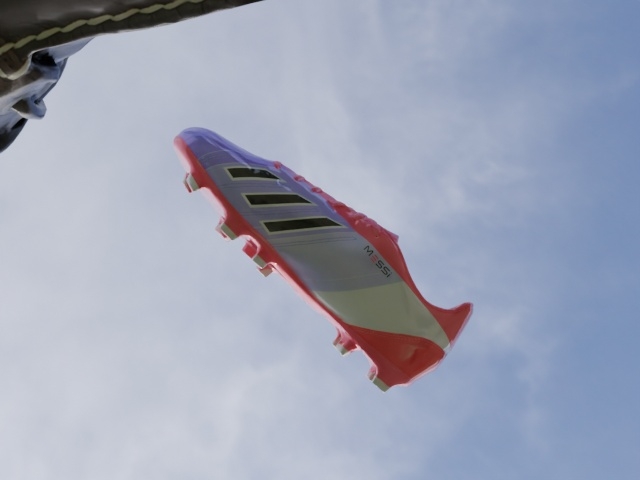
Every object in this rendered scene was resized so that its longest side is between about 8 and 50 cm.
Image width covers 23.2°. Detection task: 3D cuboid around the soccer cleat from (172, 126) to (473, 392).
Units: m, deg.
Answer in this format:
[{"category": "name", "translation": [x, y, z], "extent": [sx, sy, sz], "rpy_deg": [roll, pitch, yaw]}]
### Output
[{"category": "soccer cleat", "translation": [0.000, 0.000, 1.109], "extent": [0.095, 0.083, 0.248], "rpy_deg": [-44, -85, -5]}]

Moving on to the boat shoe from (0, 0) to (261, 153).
[{"category": "boat shoe", "translation": [-0.116, -0.064, 0.448], "extent": [0.285, 0.103, 0.092], "rpy_deg": [-6, -66, 11]}]
